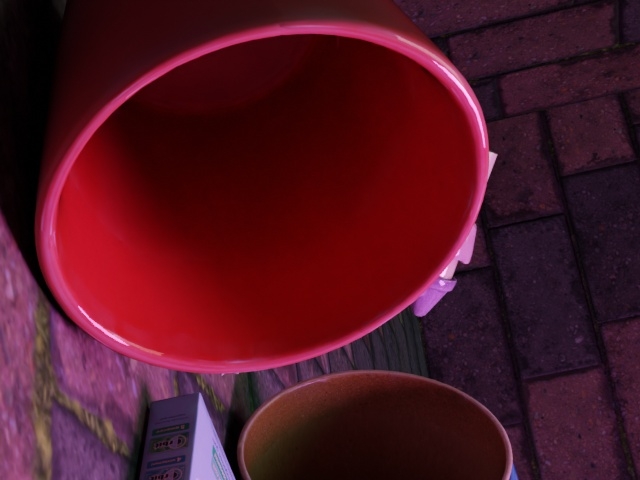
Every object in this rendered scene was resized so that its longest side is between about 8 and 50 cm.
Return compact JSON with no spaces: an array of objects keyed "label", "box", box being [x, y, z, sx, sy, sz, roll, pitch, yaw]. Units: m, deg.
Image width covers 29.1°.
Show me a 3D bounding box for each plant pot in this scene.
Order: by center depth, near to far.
[{"label":"plant pot","box":[-0.055,-0.091,0.802,0.243,0.274,0.275,-109,179,-45]},{"label":"plant pot","box":[0.048,0.287,1.121,0.237,0.237,0.254,-88,177,-61]}]

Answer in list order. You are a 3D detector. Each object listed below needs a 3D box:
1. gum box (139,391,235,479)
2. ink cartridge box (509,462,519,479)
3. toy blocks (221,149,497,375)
[{"label":"gum box","box":[-0.083,0.224,0.839,0.184,0.041,0.157,-92,168,-56]},{"label":"ink cartridge box","box":[0.133,0.393,1.415,0.307,0.223,0.129,-65,140,-73]},{"label":"toy blocks","box":[-0.019,-0.014,1.224,0.260,0.308,0.288,-71,164,10]}]
